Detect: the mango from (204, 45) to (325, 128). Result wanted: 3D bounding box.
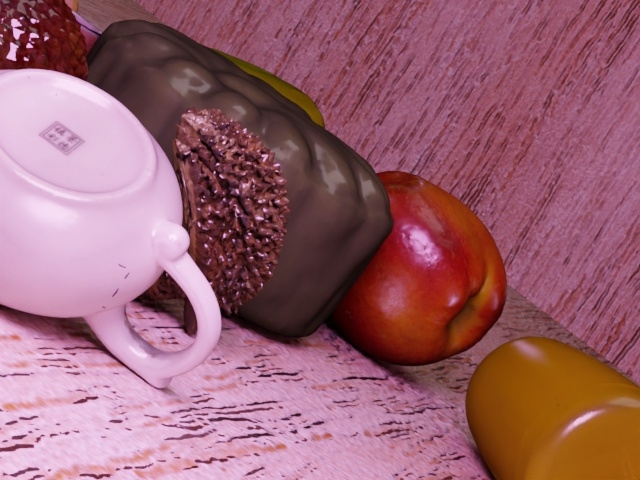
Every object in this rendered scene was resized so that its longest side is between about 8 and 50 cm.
[{"bbox_3d":[-0.122,-0.201,2.615,0.273,0.149,0.185,29,15,-8],"label":"mango"}]

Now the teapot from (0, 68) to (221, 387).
[{"bbox_3d":[-0.194,-0.015,1.210,0.299,0.166,0.208,45,25,1],"label":"teapot"}]

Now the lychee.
[{"bbox_3d":[-0.295,-0.153,1.485,0.188,0.188,0.188,35,7,-5],"label":"lychee"}]

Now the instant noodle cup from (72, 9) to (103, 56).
[{"bbox_3d":[-0.298,-0.182,1.741,0.127,0.135,0.127,34,7,-5],"label":"instant noodle cup"}]

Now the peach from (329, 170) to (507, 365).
[{"bbox_3d":[0.089,0.027,1.880,0.243,0.199,0.243,46,-11,12],"label":"peach"}]

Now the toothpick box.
[{"bbox_3d":[0.248,0.197,1.688,0.175,0.175,0.271,33,5,-19],"label":"toothpick box"}]

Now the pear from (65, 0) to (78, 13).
[{"bbox_3d":[-0.368,-0.272,1.899,0.178,0.178,0.178,35,7,-5],"label":"pear"}]

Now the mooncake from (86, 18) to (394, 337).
[{"bbox_3d":[-0.099,-0.071,1.691,0.356,0.194,0.356,37,5,-3],"label":"mooncake"}]

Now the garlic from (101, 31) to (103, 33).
[{"bbox_3d":[-0.310,-0.225,2.197,0.267,0.128,0.148,26,-6,12],"label":"garlic"}]

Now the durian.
[{"bbox_3d":[-0.119,-0.013,1.426,0.196,0.196,0.167,36,19,6],"label":"durian"}]
